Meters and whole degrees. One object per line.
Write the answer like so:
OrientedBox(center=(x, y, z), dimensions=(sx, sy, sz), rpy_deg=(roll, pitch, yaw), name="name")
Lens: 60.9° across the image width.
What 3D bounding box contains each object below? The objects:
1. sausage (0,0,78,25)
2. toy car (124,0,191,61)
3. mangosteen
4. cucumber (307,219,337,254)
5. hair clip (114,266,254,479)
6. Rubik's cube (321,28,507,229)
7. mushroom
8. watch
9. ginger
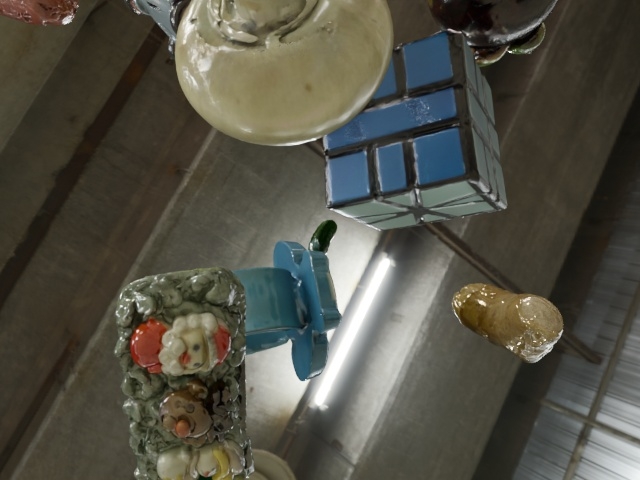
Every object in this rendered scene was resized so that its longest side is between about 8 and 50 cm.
OrientedBox(center=(-0.393, -0.328, 0.721), dimensions=(0.076, 0.141, 0.076), rpy_deg=(18, -90, -79), name="sausage")
OrientedBox(center=(-0.177, -0.404, 0.930), dimensions=(0.212, 0.180, 0.270), rpy_deg=(-50, -34, -5), name="toy car")
OrientedBox(center=(0.380, -0.548, 1.175), dimensions=(0.311, 0.311, 0.312), rpy_deg=(-7, -78, -35), name="mangosteen")
OrientedBox(center=(0.000, 0.000, 0.947), dimensions=(0.155, 0.037, 0.037), rpy_deg=(-64, -42, -59), name="cucumber")
OrientedBox(center=(-0.133, 0.183, 0.562), dimensions=(0.138, 0.091, 0.322), rpy_deg=(-8, -60, -17), name="hair clip")
OrientedBox(center=(0.183, -0.190, 1.060), dimensions=(0.293, 0.288, 0.284), rpy_deg=(13, -111, -63), name="Rubik's cube")
OrientedBox(center=(-0.047, -0.225, 0.583), dimensions=(0.246, 0.246, 0.202), rpy_deg=(-61, -24, -12), name="mushroom")
OrientedBox(center=(-0.091, 0.098, 0.761), dimensions=(0.193, 0.211, 0.211), rpy_deg=(-7, -78, -20), name="watch")
OrientedBox(center=(0.235, 0.099, 0.681), dimensions=(0.095, 0.190, 0.069), rpy_deg=(41, -97, -20), name="ginger")
